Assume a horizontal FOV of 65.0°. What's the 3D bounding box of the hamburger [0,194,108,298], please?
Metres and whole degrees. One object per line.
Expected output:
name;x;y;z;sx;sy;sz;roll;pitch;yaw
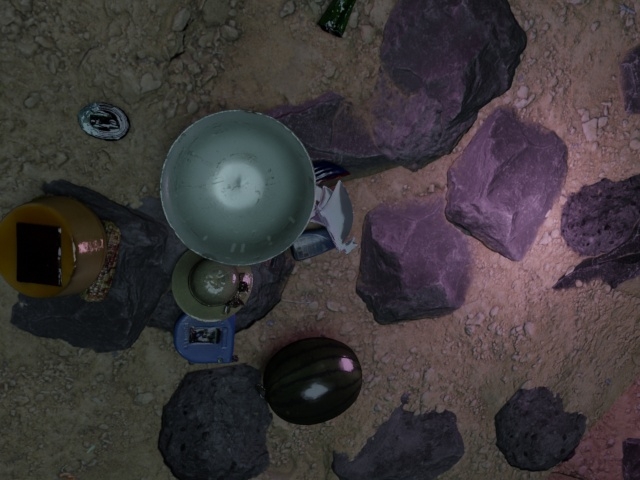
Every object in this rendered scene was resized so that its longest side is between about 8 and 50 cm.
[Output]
hamburger;-0.732;0.015;1.381;0.299;0.176;0.301;1;96;10

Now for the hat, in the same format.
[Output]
hat;-0.325;0.122;1.530;0.256;0.130;0.258;2;81;-16

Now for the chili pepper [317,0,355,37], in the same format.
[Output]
chili pepper;0.072;-0.729;1.497;0.088;0.059;0.227;23;96;-16

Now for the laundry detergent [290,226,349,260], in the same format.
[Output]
laundry detergent;0.001;0.000;1.675;0.206;0.061;0.097;-14;101;-12

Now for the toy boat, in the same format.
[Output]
toy boat;0.038;-0.121;1.613;0.318;0.072;0.219;41;95;-6

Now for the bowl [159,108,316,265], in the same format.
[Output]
bowl;-0.233;-0.156;1.475;0.433;0.196;0.436;-1;100;-5

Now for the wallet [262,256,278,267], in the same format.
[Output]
wallet;-0.170;-0.040;1.607;0.119;0.025;0.233;19;101;15

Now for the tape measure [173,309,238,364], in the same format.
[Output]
tape measure;-0.359;0.231;1.620;0.215;0.098;0.352;3;102;-18

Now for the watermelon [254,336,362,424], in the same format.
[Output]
watermelon;-0.037;0.470;1.681;0.358;0.279;0.279;-16;109;-13

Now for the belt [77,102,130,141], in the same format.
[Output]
belt;-0.604;-0.333;1.407;0.139;0.058;0.106;5;100;-17

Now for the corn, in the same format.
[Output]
corn;-0.650;0.061;1.493;0.086;0.086;0.254;14;98;-19
